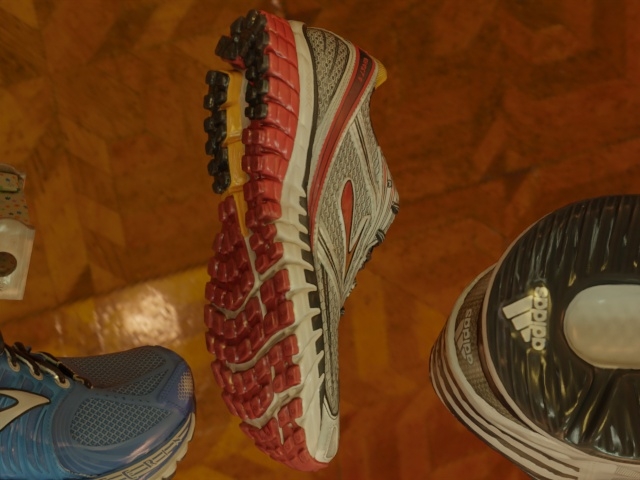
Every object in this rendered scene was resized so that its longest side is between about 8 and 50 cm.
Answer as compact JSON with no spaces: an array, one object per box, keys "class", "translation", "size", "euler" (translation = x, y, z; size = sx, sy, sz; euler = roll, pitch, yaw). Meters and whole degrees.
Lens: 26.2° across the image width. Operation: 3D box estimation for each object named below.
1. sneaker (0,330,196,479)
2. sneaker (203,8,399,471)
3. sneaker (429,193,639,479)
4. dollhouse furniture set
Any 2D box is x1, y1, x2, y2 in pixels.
[{"class":"sneaker","translation":[-0.201,0.091,0.809],"size":[0.330,0.130,0.147],"euler":[-6,104,-48]},{"class":"sneaker","translation":[0.000,0.000,0.677],"size":[0.093,0.088,0.225],"euler":[5,81,-30]},{"class":"sneaker","translation":[0.276,0.073,0.776],"size":[0.448,0.257,0.169],"euler":[9,79,-9]},{"class":"dollhouse furniture set","translation":[-0.394,-0.036,1.443],"size":[0.161,0.182,0.101],"euler":[3,125,-22]}]
